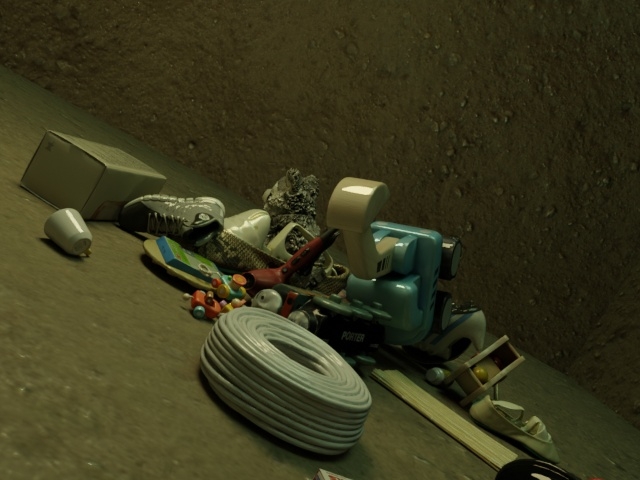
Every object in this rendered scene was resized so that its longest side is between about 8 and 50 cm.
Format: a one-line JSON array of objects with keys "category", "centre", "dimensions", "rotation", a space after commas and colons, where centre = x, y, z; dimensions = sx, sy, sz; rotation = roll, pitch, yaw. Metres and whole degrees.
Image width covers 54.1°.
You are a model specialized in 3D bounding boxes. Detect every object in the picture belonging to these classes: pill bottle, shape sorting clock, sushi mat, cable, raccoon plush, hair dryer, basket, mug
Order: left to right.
[{"category": "mug", "centre": [-0.399, -0.009, 1.023], "dimensions": [0.064, 0.062, 0.078], "rotation": [41, 16, 26]}, {"category": "shape sorting clock", "centre": [-0.260, 0.056, 1.249], "dimensions": [0.206, 0.040, 0.206], "rotation": [34, 3, -2]}, {"category": "hair dryer", "centre": [-0.069, 0.051, 1.359], "dimensions": [0.080, 0.223, 0.294], "rotation": [41, 42, 21]}, {"category": "cable", "centre": [-0.043, 0.191, 0.883], "dimensions": [0.257, 0.089, 0.257], "rotation": [32, 6, 25]}, {"category": "raccoon plush", "centre": [0.000, 0.000, 1.779], "dimensions": [0.447, 0.299, 0.216], "rotation": [31, 5, 7]}, {"category": "pill bottle", "centre": [0.296, 0.340, 1.560], "dimensions": [0.083, 0.043, 0.043], "rotation": [23, 8, -48]}, {"category": "basket", "centre": [0.345, 0.279, 1.799], "dimensions": [0.227, 0.205, 0.154], "rotation": [40, 30, -69]}, {"category": "sushi mat", "centre": [0.254, 0.360, 1.286], "dimensions": [0.317, 0.019, 0.151], "rotation": [32, 5, 28]}]

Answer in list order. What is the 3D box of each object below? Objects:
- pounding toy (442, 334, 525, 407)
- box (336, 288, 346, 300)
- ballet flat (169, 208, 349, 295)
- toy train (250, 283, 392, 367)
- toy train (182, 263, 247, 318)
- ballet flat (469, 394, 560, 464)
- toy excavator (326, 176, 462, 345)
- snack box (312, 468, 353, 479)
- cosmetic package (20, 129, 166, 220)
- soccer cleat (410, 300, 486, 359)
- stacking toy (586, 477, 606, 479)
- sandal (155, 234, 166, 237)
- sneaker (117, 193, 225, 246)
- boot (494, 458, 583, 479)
[{"category": "pounding toy", "centre": [0.433, 0.341, 1.537], "dimensions": [0.154, 0.154, 0.270], "rotation": [54, 29, 18]}, {"category": "box", "centre": [0.034, 0.168, 1.496], "dimensions": [0.027, 0.094, 0.137], "rotation": [31, 5, 6]}, {"category": "ballet flat", "centre": [-0.120, 0.027, 1.510], "dimensions": [0.483, 0.182, 0.164], "rotation": [26, 7, -34]}, {"category": "toy train", "centre": [0.004, 0.163, 1.237], "dimensions": [0.190, 0.142, 0.334], "rotation": [19, 0, 32]}, {"category": "toy train", "centre": [-0.179, 0.092, 1.129], "dimensions": [0.125, 0.046, 0.166], "rotation": [36, 19, -20]}, {"category": "ballet flat", "centre": [0.459, 0.426, 1.429], "dimensions": [0.249, 0.086, 0.086], "rotation": [29, 5, -9]}, {"category": "toy excavator", "centre": [0.146, 0.059, 1.374], "dimensions": [0.223, 0.432, 0.445], "rotation": [12, 19, 25]}, {"category": "snack box", "centre": [0.076, 0.315, 0.724], "dimensions": [0.178, 0.022, 0.064], "rotation": [27, 5, -22]}, {"category": "cosmetic package", "centre": [-0.477, -0.129, 1.354], "dimensions": [0.153, 0.129, 0.296], "rotation": [32, 5, 8]}, {"category": "soccer cleat", "centre": [0.267, 0.247, 1.640], "dimensions": [0.331, 0.143, 0.116], "rotation": [-10, -4, 26]}, {"category": "stacking toy", "centre": [0.576, 0.510, 1.043], "dimensions": [0.141, 0.141, 0.330], "rotation": [26, 3, -38]}, {"category": "sandal", "centre": [-0.361, -0.056, 1.545], "dimensions": [0.088, 0.079, 0.240], "rotation": [31, 5, 9]}, {"category": "sneaker", "centre": [-0.313, -0.037, 1.325], "dimensions": [0.229, 0.086, 0.132], "rotation": [-6, 32, -11]}, {"category": "boot", "centre": [0.267, 0.362, 0.723], "dimensions": [0.260, 0.131, 0.348], "rotation": [27, 7, -32]}]
